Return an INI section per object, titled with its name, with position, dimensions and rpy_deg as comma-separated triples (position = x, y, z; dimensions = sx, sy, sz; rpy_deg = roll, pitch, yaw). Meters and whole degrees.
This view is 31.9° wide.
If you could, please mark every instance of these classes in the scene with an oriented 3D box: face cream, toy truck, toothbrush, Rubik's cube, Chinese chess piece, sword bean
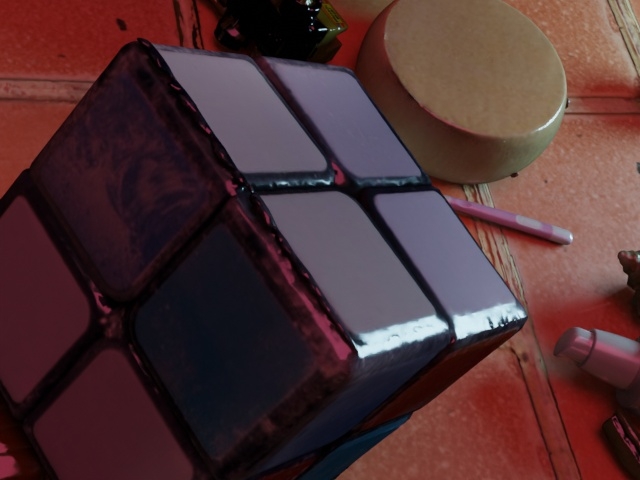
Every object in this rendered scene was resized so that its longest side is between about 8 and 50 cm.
[face cream]
position = 0.383, 0.155, 1.251
dimensions = 0.252, 0.101, 0.101
rpy_deg = 23, 54, -6
[toy truck]
position = -0.078, -0.320, 1.372
dimensions = 0.127, 0.127, 0.257
rpy_deg = -24, 69, -47
[toothbrush]
position = 0.174, -0.041, 1.345
dimensions = 0.287, 0.025, 0.020
rpy_deg = 16, 55, -11
[Rubik's cube]
position = -0.071, 0.048, 0.961
dimensions = 0.313, 0.318, 0.316
rpy_deg = -7, 59, -56
[Chinese chess piece]
position = 0.175, -0.195, 1.395
dimensions = 0.273, 0.102, 0.273
rpy_deg = 9, 55, -14
[sword bean]
position = 0.401, 0.296, 1.209
dimensions = 0.043, 0.038, 0.269
rpy_deg = -41, 77, 0

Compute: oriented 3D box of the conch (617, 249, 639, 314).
[conch]
position = 0.443, 0.084, 1.318
dimensions = 0.234, 0.114, 0.137
rpy_deg = 44, 68, 3

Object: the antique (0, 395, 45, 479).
[antique]
position = -0.374, 0.190, 0.929
dimensions = 0.278, 0.129, 0.223
rpy_deg = -10, 63, -26
